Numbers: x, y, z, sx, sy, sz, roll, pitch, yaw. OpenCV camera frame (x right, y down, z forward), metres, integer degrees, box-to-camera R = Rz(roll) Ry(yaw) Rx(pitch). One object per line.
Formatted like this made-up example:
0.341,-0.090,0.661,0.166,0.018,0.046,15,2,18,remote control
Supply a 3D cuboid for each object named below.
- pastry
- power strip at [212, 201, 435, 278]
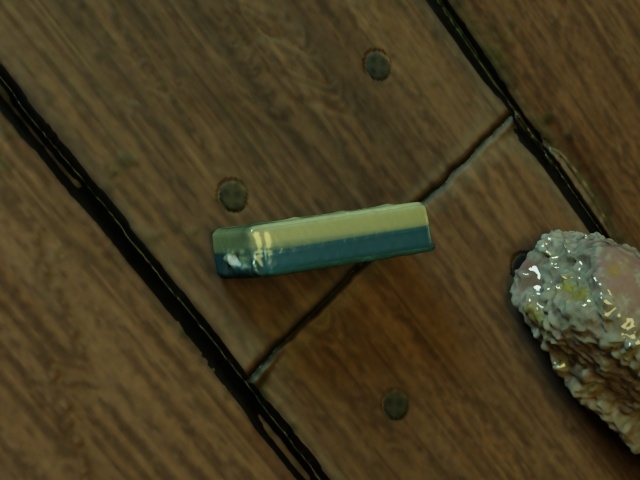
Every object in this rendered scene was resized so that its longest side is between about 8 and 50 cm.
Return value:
0.241,0.095,0.875,0.265,0.112,0.103,46,56,-18,pastry
0.000,0.000,0.785,0.123,0.056,0.032,-8,91,-28,power strip
